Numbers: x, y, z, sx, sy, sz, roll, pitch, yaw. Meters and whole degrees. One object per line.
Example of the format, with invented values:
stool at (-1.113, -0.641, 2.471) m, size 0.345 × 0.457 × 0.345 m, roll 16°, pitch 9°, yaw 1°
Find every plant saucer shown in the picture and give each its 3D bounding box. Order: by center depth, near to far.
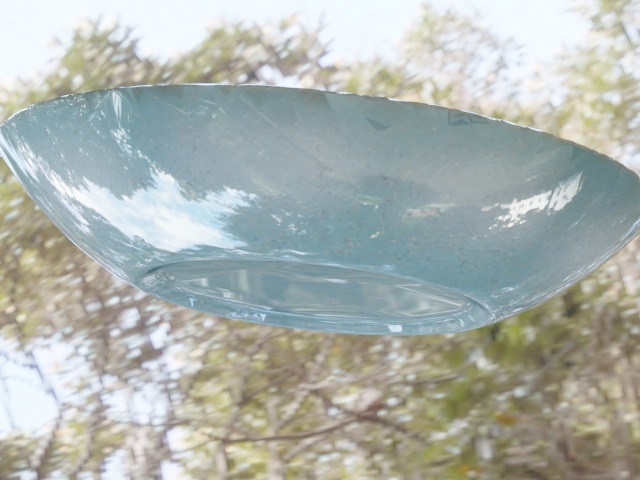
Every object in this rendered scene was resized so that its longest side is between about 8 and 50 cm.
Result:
plant saucer at (0.000, 0.000, 0.569) m, size 0.195 × 0.195 × 0.037 m, roll 10°, pitch -103°, yaw -22°
